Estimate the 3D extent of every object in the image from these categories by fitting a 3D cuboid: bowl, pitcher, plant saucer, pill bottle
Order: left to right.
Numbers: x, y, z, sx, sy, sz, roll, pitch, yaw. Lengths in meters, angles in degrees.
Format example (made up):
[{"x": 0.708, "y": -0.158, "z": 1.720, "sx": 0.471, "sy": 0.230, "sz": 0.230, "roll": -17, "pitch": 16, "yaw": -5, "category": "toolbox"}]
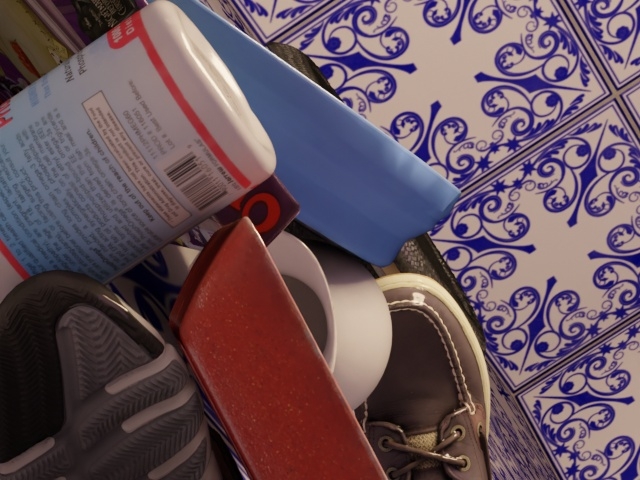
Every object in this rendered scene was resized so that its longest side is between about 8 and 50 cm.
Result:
[{"x": -0.105, "y": -0.022, "z": 0.750, "sx": 0.087, "sy": 0.160, "sz": 0.087, "roll": 56, "pitch": 6, "yaw": -9, "category": "pill bottle"}, {"x": -0.086, "y": -0.112, "z": 1.192, "sx": 0.391, "sy": 0.077, "sz": 0.391, "roll": 34, "pitch": 3, "yaw": -2, "category": "bowl"}, {"x": -0.014, "y": 0.084, "z": 1.158, "sx": 0.207, "sy": 0.125, "sz": 0.178, "roll": 30, "pitch": 46, "yaw": -82, "category": "pitcher"}, {"x": 0.000, "y": 0.117, "z": 0.803, "sx": 0.259, "sy": 0.047, "sz": 0.258, "roll": 62, "pitch": -6, "yaw": -2, "category": "plant saucer"}]

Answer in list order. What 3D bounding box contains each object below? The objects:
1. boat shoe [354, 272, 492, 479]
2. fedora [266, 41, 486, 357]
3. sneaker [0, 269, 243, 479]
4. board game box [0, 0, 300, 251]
[{"x": 0.079, "y": 0.162, "z": 1.313, "sx": 0.092, "sy": 0.102, "sz": 0.285, "roll": -93, "pitch": 175, "yaw": -63, "category": "boat shoe"}, {"x": 0.000, "y": 0.000, "z": 1.516, "sx": 0.334, "sy": 0.152, "sz": 0.334, "roll": 56, "pitch": 6, "yaw": -9, "category": "fedora"}, {"x": -0.085, "y": 0.090, "z": 0.781, "sx": 0.229, "sy": 0.086, "sz": 0.132, "roll": 65, "pitch": -4, "yaw": -29, "category": "sneaker"}, {"x": -0.170, "y": -0.135, "z": 0.935, "sx": 0.347, "sy": 0.056, "sz": 0.208, "roll": 53, "pitch": -19, "yaw": -28, "category": "board game box"}]
